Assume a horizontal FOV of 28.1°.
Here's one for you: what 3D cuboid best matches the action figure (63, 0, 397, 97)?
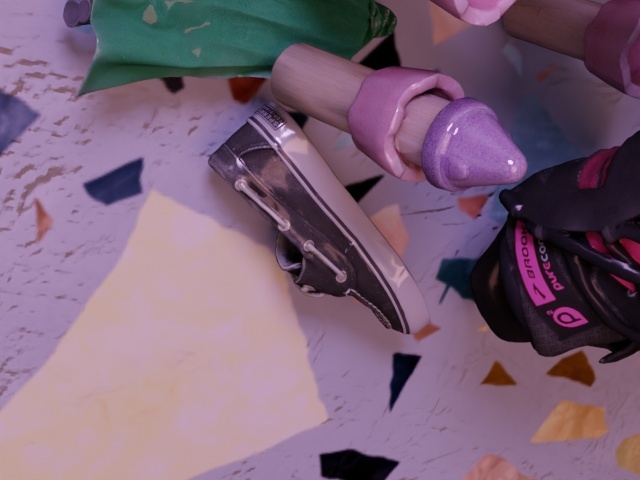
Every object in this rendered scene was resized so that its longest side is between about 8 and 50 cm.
[{"bbox_3d":[-0.044,-0.149,0.808,0.232,0.063,0.137,2,114,-37],"label":"action figure"}]

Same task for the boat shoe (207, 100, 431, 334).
[{"bbox_3d":[0.000,0.000,0.911,0.070,0.078,0.219,-41,120,-4],"label":"boat shoe"}]

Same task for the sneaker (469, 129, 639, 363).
[{"bbox_3d":[0.227,0.004,0.815,0.202,0.483,0.185,-26,82,-14],"label":"sneaker"}]

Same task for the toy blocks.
[{"bbox_3d":[0.149,-0.196,0.727,0.289,0.260,0.308,-21,125,-36],"label":"toy blocks"}]
